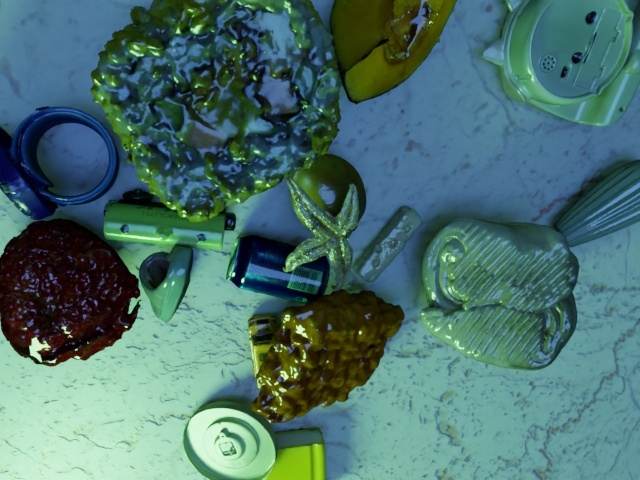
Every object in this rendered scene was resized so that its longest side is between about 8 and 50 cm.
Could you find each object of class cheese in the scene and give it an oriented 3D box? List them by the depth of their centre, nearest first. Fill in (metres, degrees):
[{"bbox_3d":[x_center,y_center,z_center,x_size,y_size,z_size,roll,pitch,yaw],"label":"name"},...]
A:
[{"bbox_3d":[0.150,0.011,1.102,0.065,0.043,0.194,33,100,-25],"label":"cheese"}]

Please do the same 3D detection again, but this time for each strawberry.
[{"bbox_3d":[-0.483,0.107,0.915,0.274,0.220,0.274,2,111,7],"label":"strawberry"}]

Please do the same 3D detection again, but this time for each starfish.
[{"bbox_3d":[-0.002,0.001,0.924,0.138,0.050,0.247,3,121,-4],"label":"starfish"}]

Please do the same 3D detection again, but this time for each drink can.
[{"bbox_3d":[-0.089,0.060,1.038,0.205,0.118,0.118,16,107,-15],"label":"drink can"}]

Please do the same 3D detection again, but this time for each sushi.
[{"bbox_3d":[-0.165,-0.260,0.836,0.397,0.240,0.351,-27,114,4],"label":"sushi"}]

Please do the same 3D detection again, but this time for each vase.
[{"bbox_3d":[0.654,-0.076,1.118,0.248,0.128,0.128,-35,113,14],"label":"vase"}]

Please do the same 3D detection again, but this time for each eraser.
[{"bbox_3d":[-0.066,0.592,1.269,0.158,0.069,0.225,-3,111,-7],"label":"eraser"}]

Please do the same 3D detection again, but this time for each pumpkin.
[{"bbox_3d":[0.129,-0.404,0.916,0.312,0.169,0.148,-41,71,3],"label":"pumpkin"}]

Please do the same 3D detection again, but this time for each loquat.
[{"bbox_3d":[0.014,-0.094,0.978,0.152,0.152,0.195,-34,114,4],"label":"loquat"}]

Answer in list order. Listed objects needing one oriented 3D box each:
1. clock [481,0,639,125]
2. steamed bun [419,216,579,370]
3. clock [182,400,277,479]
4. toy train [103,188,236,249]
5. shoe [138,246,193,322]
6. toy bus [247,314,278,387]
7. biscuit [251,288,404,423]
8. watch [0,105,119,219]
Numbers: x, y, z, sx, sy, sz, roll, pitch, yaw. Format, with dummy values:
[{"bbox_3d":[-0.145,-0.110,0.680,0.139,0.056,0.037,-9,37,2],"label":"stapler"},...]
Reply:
[{"bbox_3d":[0.487,-0.384,0.974,0.324,0.108,0.265,11,109,-13],"label":"clock"},{"bbox_3d":[0.385,0.108,1.095,0.325,0.219,0.309,7,96,13],"label":"steamed bun"},{"bbox_3d":[-0.219,0.496,1.190,0.235,0.029,0.234,2,106,8],"label":"clock"},{"bbox_3d":[-0.291,-0.034,0.943,0.254,0.157,0.105,6,107,-10],"label":"toy train"},{"bbox_3d":[-0.309,0.079,0.965,0.100,0.103,0.251,24,145,-11],"label":"shoe"},{"bbox_3d":[-0.125,0.253,1.127,0.070,0.074,0.162,-6,113,-6],"label":"toy bus"},{"bbox_3d":[0.021,0.246,1.079,0.318,0.110,0.312,1,123,-44],"label":"biscuit"},{"bbox_3d":[-0.470,-0.147,0.880,0.200,0.171,0.196,-32,112,-13],"label":"watch"}]
